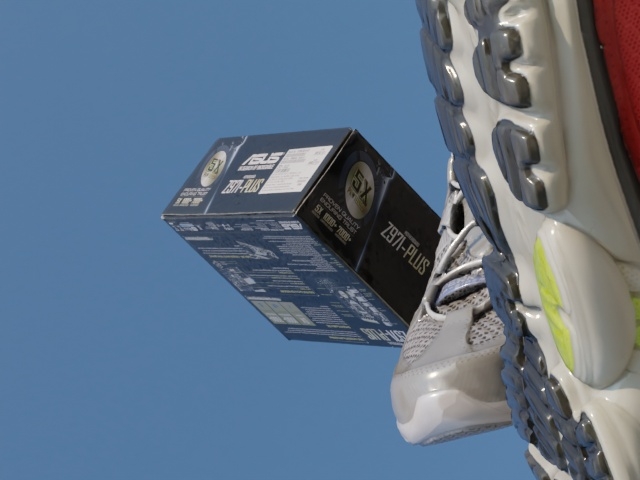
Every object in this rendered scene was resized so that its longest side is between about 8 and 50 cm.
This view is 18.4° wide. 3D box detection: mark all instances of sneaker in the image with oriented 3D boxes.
[{"bbox_3d":[0.115,0.022,0.551,0.118,0.107,0.279,-18,-66,-7],"label":"sneaker"},{"bbox_3d":[0.084,-0.003,0.955,0.115,0.105,0.281,63,-152,-20],"label":"sneaker"}]

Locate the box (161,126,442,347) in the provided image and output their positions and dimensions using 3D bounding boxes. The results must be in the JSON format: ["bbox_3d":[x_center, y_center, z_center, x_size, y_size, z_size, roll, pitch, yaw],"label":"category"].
[{"bbox_3d":[0.000,0.000,1.380,0.147,0.180,0.077,45,-113,-25],"label":"box"}]
